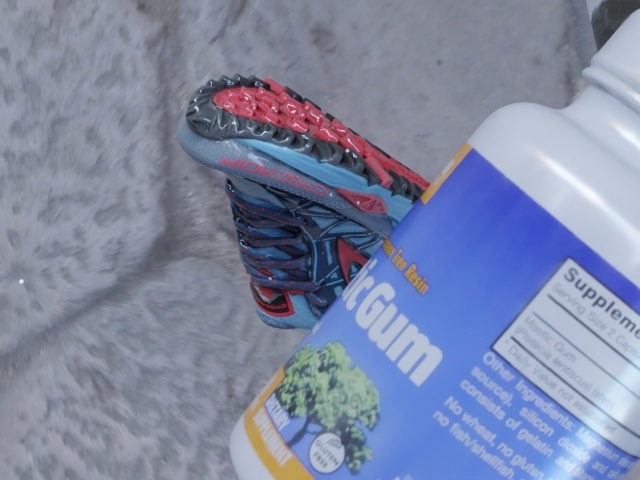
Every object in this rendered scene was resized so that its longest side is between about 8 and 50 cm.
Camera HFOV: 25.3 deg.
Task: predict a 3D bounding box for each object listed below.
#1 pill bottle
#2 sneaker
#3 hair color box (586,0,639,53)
[{"bbox_3d":[0.097,0.035,0.643,0.152,0.152,0.272,38,97,-8],"label":"pill bottle"},{"bbox_3d":[0.000,0.000,0.829,0.125,0.104,0.262,-54,140,6],"label":"sneaker"},{"bbox_3d":[0.300,-0.096,0.858,0.113,0.374,0.185,-17,100,-11],"label":"hair color box"}]
